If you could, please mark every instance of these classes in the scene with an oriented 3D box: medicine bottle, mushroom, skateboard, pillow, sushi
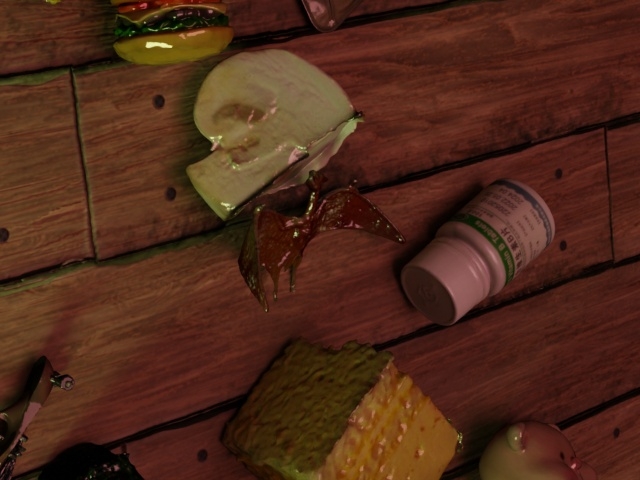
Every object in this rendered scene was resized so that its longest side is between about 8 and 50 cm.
[{"bbox_3d":[0.241,0.018,2.223,0.237,0.139,0.139,-38,119,-29],"label":"medicine bottle"},{"bbox_3d":[-0.080,-0.152,1.955,0.236,0.162,0.173,-37,81,1],"label":"mushroom"},{"bbox_3d":[-0.380,0.210,1.793,0.080,0.067,0.151,38,73,-21],"label":"skateboard"},{"bbox_3d":[0.047,-0.396,2.064,0.217,0.033,0.130,-40,117,-28],"label":"pillow"},{"bbox_3d":[-0.264,0.370,1.868,0.124,0.127,0.225,-36,116,-30],"label":"sushi"}]

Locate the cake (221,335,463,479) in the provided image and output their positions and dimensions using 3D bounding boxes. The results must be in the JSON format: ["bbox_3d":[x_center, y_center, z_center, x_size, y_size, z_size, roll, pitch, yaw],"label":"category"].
[{"bbox_3d":[0.051,0.302,2.054,0.227,0.222,0.286,-53,126,-19],"label":"cake"}]

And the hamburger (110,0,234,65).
[{"bbox_3d":[-0.189,-0.279,1.813,0.162,0.162,0.115,-13,98,-38],"label":"hamburger"}]

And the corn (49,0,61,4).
[{"bbox_3d":[-0.282,-0.433,1.744,0.101,0.101,0.310,31,77,-38],"label":"corn"}]

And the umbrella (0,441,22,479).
[{"bbox_3d":[-0.434,0.367,1.791,0.044,0.044,0.269,59,47,-63],"label":"umbrella"}]

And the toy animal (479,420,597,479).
[{"bbox_3d":[0.335,0.421,2.343,0.221,0.229,0.210,-39,163,17],"label":"toy animal"}]

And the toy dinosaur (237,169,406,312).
[{"bbox_3d":[0.000,0.006,2.016,0.206,0.113,0.327,-59,155,3],"label":"toy dinosaur"}]
